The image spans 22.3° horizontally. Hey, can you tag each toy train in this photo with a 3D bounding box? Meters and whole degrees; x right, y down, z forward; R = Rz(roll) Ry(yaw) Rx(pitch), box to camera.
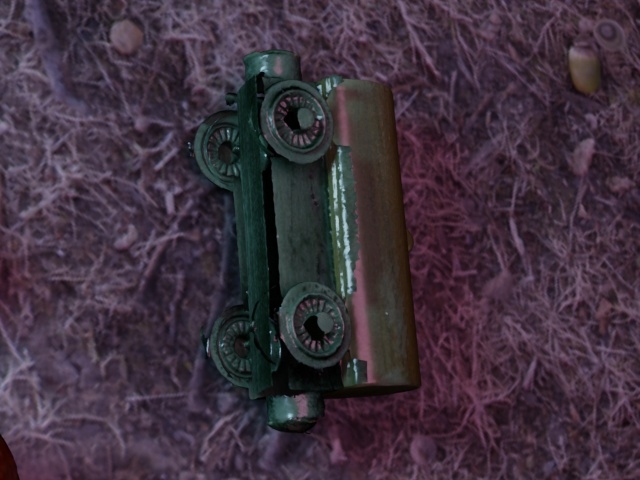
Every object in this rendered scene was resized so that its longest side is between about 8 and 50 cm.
[{"bbox_3d":[0.006,-0.002,1.287,0.190,0.126,0.307,1,77,-26],"label":"toy train"}]

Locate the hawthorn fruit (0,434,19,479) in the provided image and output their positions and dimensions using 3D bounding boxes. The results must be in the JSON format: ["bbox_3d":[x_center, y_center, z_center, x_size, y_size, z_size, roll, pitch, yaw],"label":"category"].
[{"bbox_3d":[-0.321,0.179,1.047,0.253,0.205,0.205,18,70,-13],"label":"hawthorn fruit"}]
